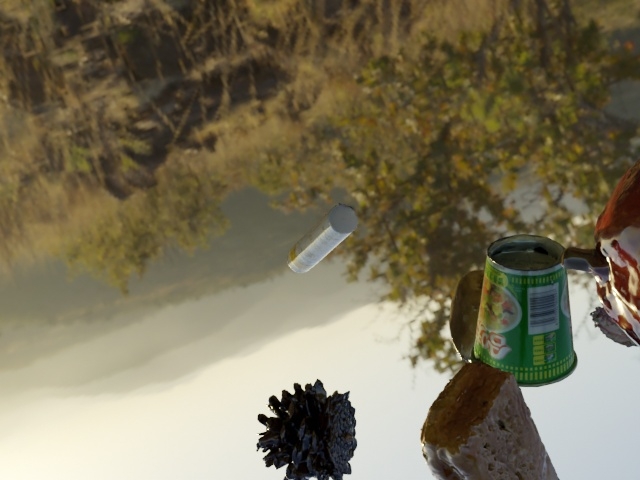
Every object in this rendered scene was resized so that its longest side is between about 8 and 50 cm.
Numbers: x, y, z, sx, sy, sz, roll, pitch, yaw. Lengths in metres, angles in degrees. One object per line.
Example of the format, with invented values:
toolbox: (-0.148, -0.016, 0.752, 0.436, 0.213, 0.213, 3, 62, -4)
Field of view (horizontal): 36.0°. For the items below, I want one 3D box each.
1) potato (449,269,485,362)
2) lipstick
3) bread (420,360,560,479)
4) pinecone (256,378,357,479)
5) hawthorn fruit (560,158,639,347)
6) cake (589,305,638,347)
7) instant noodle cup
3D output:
potato: (0.360, 0.160, 2.248, 0.098, 0.243, 0.138, 13, 134, -15)
lipstick: (0.000, 0.000, 1.858, 0.059, 0.059, 0.264, -21, 171, -23)
bread: (0.265, 0.348, 1.449, 0.109, 0.380, 0.185, 7, -134, 41)
pinecone: (-0.017, 0.237, 1.205, 0.121, 0.140, 0.140, 2, -178, 14)
hawthorn fruit: (0.391, 0.008, 0.949, 0.307, 0.265, 0.265, -1, 178, 7)
cake: (0.562, 0.116, 1.641, 0.287, 0.135, 0.098, 10, 130, -24)
instant noodle cup: (0.379, 0.124, 1.836, 0.207, 0.232, 0.207, -3, -153, 2)
